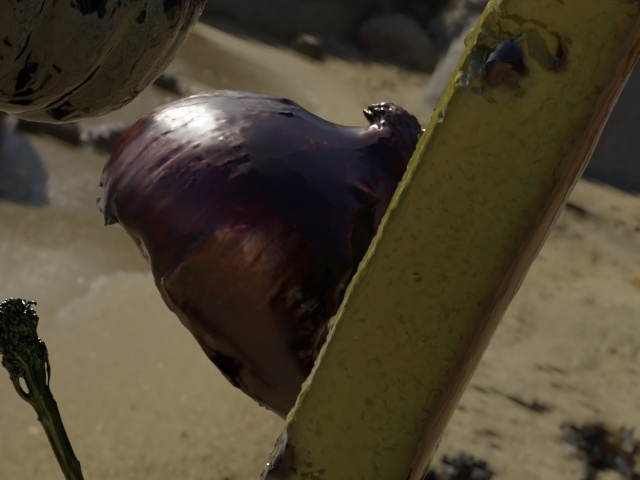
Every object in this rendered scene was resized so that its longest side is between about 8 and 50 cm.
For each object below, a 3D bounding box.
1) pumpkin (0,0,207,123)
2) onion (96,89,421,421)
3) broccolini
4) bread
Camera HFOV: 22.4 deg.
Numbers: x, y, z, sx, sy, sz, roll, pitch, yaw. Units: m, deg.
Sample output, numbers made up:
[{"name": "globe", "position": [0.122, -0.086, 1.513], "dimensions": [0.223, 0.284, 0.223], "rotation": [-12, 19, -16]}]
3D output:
[{"name": "pumpkin", "position": [-0.260, -0.266, 1.347], "dimensions": [0.363, 0.266, 0.363], "rotation": [30, 23, -14]}, {"name": "onion", "position": [0.000, 0.000, 1.044], "dimensions": [0.272, 0.195, 0.272], "rotation": [43, 16, -15]}, {"name": "broccolini", "position": [-0.251, 0.163, 1.472], "dimensions": [0.051, 0.239, 0.054], "rotation": [-6, 18, 38]}, {"name": "bread", "position": [0.057, 0.013, 0.780], "dimensions": [0.077, 0.361, 0.138], "rotation": [25, 27, 2]}]
